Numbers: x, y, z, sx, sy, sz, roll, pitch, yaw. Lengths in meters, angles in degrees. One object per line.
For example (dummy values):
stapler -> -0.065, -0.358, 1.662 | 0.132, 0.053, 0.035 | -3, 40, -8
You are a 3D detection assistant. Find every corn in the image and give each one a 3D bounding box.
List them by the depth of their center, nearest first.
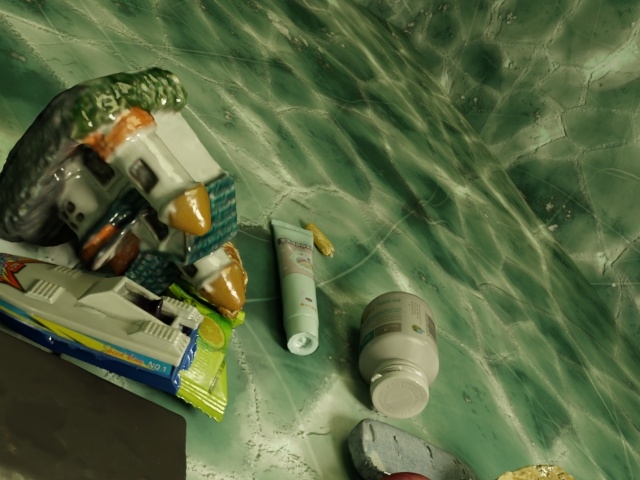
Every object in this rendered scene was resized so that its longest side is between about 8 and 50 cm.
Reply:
corn -> 0.000, 0.000, 1.508 | 0.083, 0.027, 0.028 | 52, 9, 16

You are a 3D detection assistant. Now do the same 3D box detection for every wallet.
wallet -> -0.287, 0.188, 0.774 | 0.377, 0.051, 0.197 | 33, 26, -28

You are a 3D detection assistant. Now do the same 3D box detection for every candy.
candy -> -0.167, 0.127, 1.025 | 0.149, 0.069, 0.246 | 34, 27, -19

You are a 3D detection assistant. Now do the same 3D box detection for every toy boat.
toy boat -> -0.280, 0.072, 0.865 | 0.295, 0.088, 0.129 | 22, 18, -2

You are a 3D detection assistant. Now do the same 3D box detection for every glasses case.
glasses case -> 0.154, 0.360, 1.178 | 0.282, 0.067, 0.109 | 33, 26, -29

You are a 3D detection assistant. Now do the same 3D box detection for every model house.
model house -> -0.212, -0.018, 0.933 | 0.301, 0.271, 0.190 | 48, 30, 0

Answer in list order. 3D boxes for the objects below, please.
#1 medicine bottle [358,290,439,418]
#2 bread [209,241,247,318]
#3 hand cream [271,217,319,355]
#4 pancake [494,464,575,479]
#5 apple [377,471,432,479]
medicine bottle -> 0.133, 0.195, 1.303 | 0.135, 0.135, 0.215 | 38, 27, -17
bread -> -0.161, 0.024, 1.105 | 0.105, 0.076, 0.233 | 38, 6, -48
hand cream -> -0.042, 0.070, 1.323 | 0.085, 0.058, 0.331 | 15, 30, -16
pancake -> 0.318, 0.495, 1.089 | 0.356, 0.065, 0.356 | 11, 68, -28
apple -> 0.112, 0.388, 1.014 | 0.153, 0.120, 0.153 | 28, 34, -21
